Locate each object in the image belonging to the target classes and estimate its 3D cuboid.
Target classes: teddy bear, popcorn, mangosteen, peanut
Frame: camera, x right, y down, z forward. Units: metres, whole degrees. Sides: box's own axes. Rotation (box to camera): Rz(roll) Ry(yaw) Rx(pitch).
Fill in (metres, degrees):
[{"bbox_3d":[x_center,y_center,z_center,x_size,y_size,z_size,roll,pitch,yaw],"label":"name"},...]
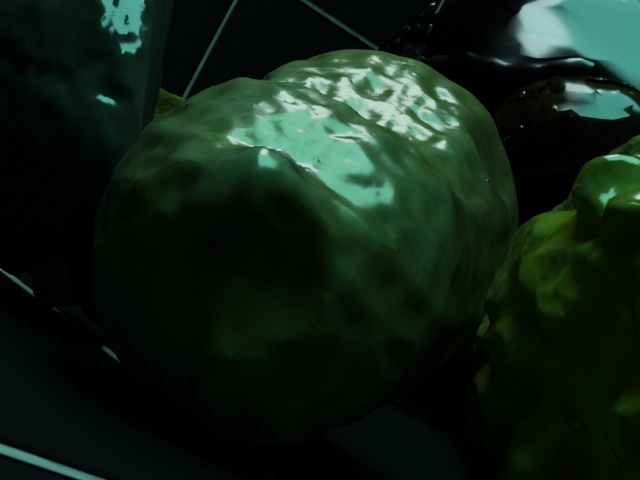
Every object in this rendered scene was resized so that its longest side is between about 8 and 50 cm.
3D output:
[{"bbox_3d":[-0.171,-0.087,0.688,0.251,0.171,0.144,22,-20,1],"label":"teddy bear"},{"bbox_3d":[0.176,0.064,0.600,0.249,0.249,0.225,28,37,-36],"label":"popcorn"},{"bbox_3d":[0.170,-0.014,1.301,0.381,0.381,0.421,28,35,7],"label":"mangosteen"},{"bbox_3d":[0.000,0.008,0.662,0.143,0.159,0.291,7,12,12],"label":"peanut"}]

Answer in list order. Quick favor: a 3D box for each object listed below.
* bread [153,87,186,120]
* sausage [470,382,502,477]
[{"bbox_3d":[-0.127,-0.054,1.272,0.152,0.130,0.268,-26,42,-38],"label":"bread"},{"bbox_3d":[0.137,0.114,0.980,0.089,0.083,0.300,42,2,1],"label":"sausage"}]
